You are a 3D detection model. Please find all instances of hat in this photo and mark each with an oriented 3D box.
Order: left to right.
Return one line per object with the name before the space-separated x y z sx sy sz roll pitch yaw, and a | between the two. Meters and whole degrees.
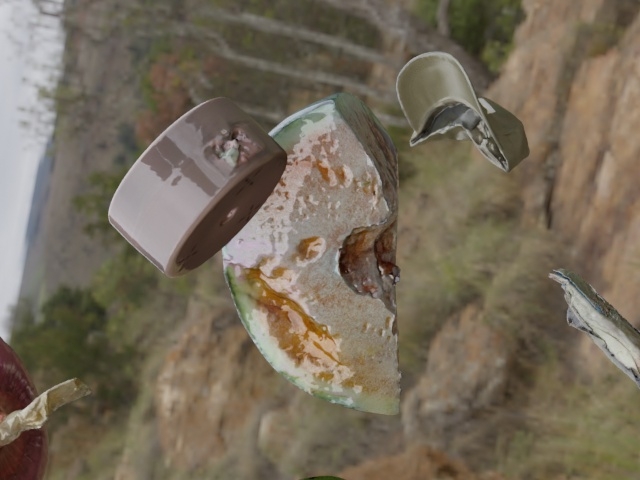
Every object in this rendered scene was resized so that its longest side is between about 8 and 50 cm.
hat | 0.199 -0.188 1.813 0.144 0.166 0.173 -33 -49 -42

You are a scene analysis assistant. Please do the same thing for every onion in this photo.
onion | -0.519 0.265 1.802 0.345 0.358 0.358 -24 55 58

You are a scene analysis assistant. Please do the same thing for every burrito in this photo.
burrito | 0.269 0.089 1.228 0.042 0.051 0.171 -54 53 13

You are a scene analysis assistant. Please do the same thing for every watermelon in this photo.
watermelon | -0.007 0.000 1.361 0.188 0.175 0.322 -85 -6 -73

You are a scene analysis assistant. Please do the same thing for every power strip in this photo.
power strip | -0.104 -0.047 1.156 0.154 0.078 0.154 -45 -11 -11

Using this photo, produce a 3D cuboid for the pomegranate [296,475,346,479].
pomegranate | 0.016 0.238 0.998 0.122 0.161 0.122 -39 42 47
